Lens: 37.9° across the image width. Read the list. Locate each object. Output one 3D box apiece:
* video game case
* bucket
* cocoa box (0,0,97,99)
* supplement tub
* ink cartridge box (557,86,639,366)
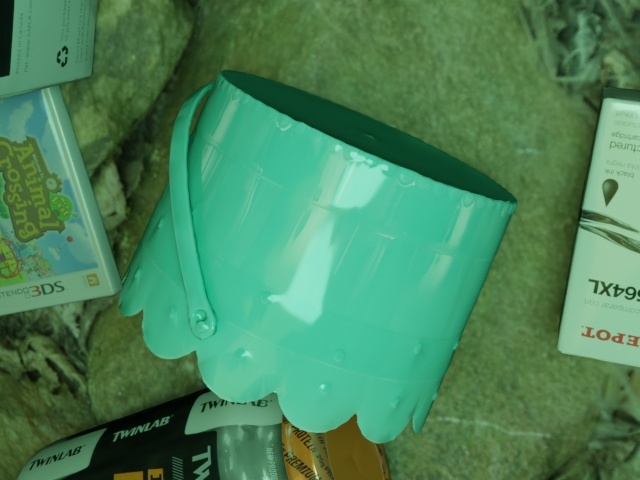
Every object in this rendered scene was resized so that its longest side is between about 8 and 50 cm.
[{"bbox_3d":[-0.310,-0.032,0.918,0.193,0.023,0.212,-11,102,19],"label":"video game case"},{"bbox_3d":[0.000,0.000,0.705,0.281,0.281,0.183,26,103,8],"label":"bucket"},{"bbox_3d":[-0.317,-0.303,0.727,0.228,0.231,0.347,15,110,13],"label":"cocoa box"},{"bbox_3d":[-0.107,0.236,0.843,0.316,0.193,0.193,-22,98,21],"label":"supplement tub"},{"bbox_3d":[0.272,-0.005,0.714,0.148,0.086,0.203,9,108,14],"label":"ink cartridge box"}]
